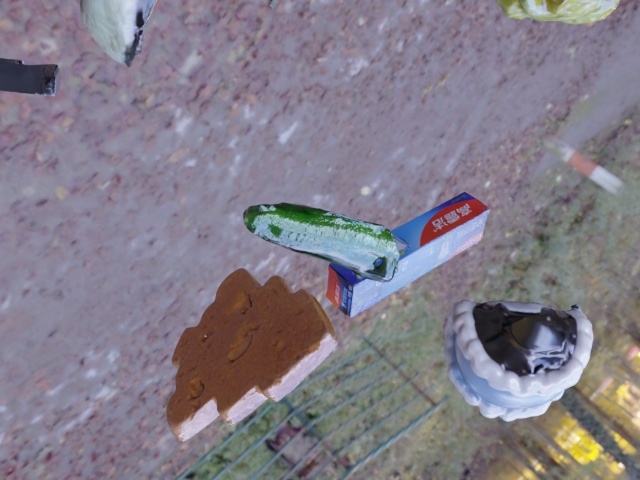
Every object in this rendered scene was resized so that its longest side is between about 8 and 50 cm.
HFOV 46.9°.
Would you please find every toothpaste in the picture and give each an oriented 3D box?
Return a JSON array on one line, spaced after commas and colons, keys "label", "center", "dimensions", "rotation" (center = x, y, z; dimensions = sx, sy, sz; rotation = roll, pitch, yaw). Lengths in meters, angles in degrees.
[{"label": "toothpaste", "center": [0.151, 0.018, 1.233], "dimensions": [0.320, 0.066, 0.076], "rotation": [-27, 141, -31]}]

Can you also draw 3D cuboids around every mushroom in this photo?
[{"label": "mushroom", "center": [-0.314, -0.477, 1.246], "dimensions": [0.130, 0.247, 0.344], "rotation": [21, 110, -28]}]

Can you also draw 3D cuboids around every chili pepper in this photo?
[{"label": "chili pepper", "center": [0.001, -0.003, 0.920], "dimensions": [0.216, 0.108, 0.062], "rotation": [20, 75, -26]}]

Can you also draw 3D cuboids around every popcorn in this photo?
[{"label": "popcorn", "center": [0.366, -0.448, 1.118], "dimensions": [0.286, 0.173, 0.225], "rotation": [-14, 114, -45]}]

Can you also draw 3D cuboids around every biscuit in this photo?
[{"label": "biscuit", "center": [-0.095, 0.153, 1.042], "dimensions": [0.043, 0.306, 0.284], "rotation": [47, 51, -34]}]

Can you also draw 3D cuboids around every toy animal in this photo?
[{"label": "toy animal", "center": [0.288, 0.180, 1.099], "dimensions": [0.204, 0.208, 0.156], "rotation": [91, 7, -60]}]

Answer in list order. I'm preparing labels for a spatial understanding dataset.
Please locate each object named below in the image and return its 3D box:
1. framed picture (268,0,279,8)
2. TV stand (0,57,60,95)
[{"label": "framed picture", "center": [-0.088, -0.495, 1.299], "dimensions": [0.011, 0.142, 0.183], "rotation": [-11, -171, -9]}, {"label": "TV stand", "center": [-0.514, -0.243, 1.067], "dimensions": [0.256, 0.049, 0.040], "rotation": [4, 120, -12]}]
